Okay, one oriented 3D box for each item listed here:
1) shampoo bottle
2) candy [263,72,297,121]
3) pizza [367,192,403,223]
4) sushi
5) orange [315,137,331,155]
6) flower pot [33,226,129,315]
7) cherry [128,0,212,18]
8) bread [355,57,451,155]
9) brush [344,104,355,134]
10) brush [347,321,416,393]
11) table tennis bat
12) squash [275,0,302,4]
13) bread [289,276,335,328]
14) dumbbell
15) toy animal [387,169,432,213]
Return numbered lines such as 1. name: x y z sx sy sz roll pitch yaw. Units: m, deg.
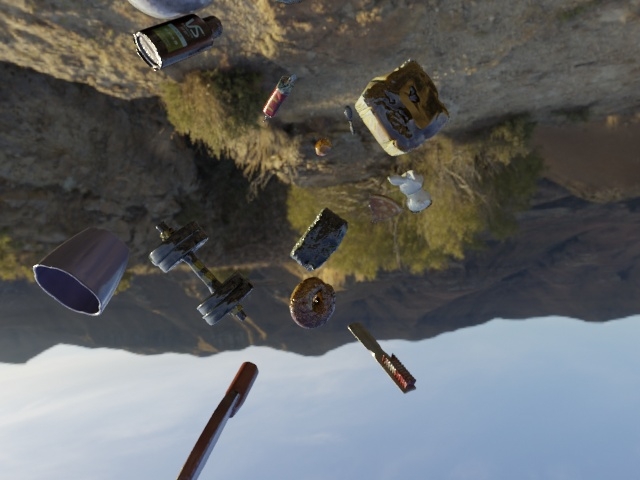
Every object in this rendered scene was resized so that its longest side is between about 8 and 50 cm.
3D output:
1. shampoo bottle: -0.436 -0.644 1.584 0.084 0.129 0.323 -27 -166 43
2. candy: -0.159 -0.542 1.886 0.059 0.086 0.292 33 141 -12
3. pizza: 0.173 -0.104 1.433 0.100 0.099 0.029 -27 -151 25
4. sushi: 0.000 0.000 1.752 0.127 0.225 0.124 37 174 -5
5. orange: 0.014 -0.417 2.252 0.086 0.062 0.086 -35 162 -13
6. flower pot: -0.820 0.090 1.759 0.265 0.243 0.265 15 141 12
7. cherry: -0.487 -0.864 1.593 0.335 0.326 0.291 28 145 -27
8. bread: 0.216 -0.342 1.300 0.192 0.209 0.110 -37 -163 -7
9. brush: 0.083 -0.333 1.379 0.024 0.083 0.008 -5 -158 28
10. brush: 0.203 0.374 1.658 0.060 0.050 0.321 -9 -143 -33
11. table tennis bat: -0.234 0.425 1.090 0.051 0.268 0.414 27 -145 2
12. squash: -0.084 -0.708 1.275 0.193 0.193 0.156 -2 -151 -6
13. bread: -0.024 0.218 1.723 0.193 0.193 0.064 0 -173 -38
14. dumbbell: -0.360 0.096 1.523 0.185 0.388 0.185 -40 -174 5
15. toy animal: 0.232 -0.132 1.274 0.071 0.124 0.085 -18 -157 28
